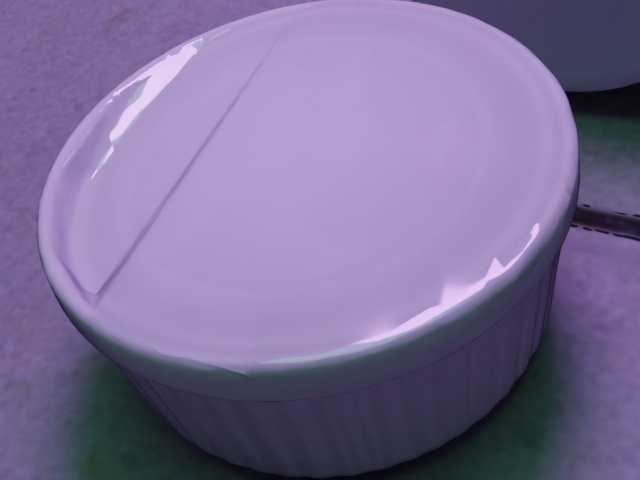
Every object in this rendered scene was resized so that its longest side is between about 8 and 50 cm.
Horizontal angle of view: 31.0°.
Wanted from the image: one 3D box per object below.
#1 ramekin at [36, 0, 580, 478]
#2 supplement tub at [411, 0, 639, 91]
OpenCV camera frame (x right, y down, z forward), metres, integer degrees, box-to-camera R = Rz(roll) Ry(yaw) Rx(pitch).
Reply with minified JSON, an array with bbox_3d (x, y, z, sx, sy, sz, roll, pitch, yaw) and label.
[{"bbox_3d":[0.000,0.000,0.608,0.272,0.127,0.273,-8,45,8],"label":"ramekin"},{"bbox_3d":[0.199,-0.278,0.747,0.241,0.241,0.331,12,51,26],"label":"supplement tub"}]
